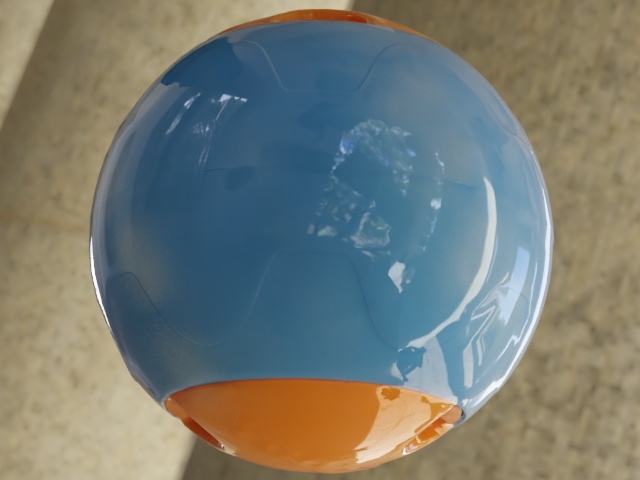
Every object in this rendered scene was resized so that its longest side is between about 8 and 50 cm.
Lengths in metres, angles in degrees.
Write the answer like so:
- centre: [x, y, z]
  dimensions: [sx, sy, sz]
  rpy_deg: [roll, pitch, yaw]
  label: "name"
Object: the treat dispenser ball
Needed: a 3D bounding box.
- centre: [0.000, 0.000, 1.242]
  dimensions: [0.288, 0.288, 0.288]
  rpy_deg: [18, -17, 6]
  label: "treat dispenser ball"
